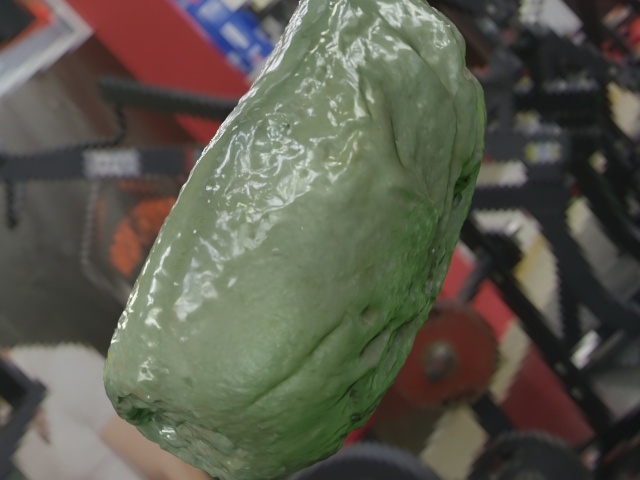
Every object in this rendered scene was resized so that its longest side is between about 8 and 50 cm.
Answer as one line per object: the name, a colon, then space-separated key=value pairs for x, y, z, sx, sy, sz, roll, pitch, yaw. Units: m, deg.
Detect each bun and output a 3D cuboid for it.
bun: x=-0.001 y=0.002 z=0.767 sx=0.221 sy=0.108 sz=0.221 roll=-63 pitch=-3 yaw=-7
